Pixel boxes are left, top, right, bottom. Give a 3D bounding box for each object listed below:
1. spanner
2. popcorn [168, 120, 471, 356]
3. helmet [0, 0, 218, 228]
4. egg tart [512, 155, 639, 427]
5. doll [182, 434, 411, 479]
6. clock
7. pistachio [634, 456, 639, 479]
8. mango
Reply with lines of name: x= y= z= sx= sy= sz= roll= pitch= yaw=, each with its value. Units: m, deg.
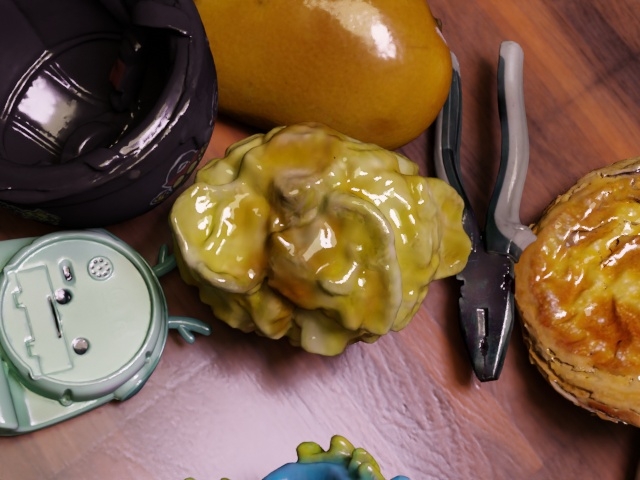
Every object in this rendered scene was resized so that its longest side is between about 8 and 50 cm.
spanner: x=0.146 y=-0.032 z=1.113 sx=0.095 sy=0.040 sz=0.325 roll=-9 pitch=68 yaw=24
popcorn: x=-0.005 y=-0.001 z=0.990 sx=0.235 sy=0.216 sz=0.181 roll=10 pitch=86 yaw=23
helmet: x=-0.204 y=-0.112 z=1.005 sx=0.278 sy=0.160 sz=0.231 roll=18 pitch=70 yaw=25
egg tart: x=0.318 y=0.053 z=1.086 sx=0.297 sy=0.132 sz=0.297 roll=-13 pitch=52 yaw=17
doll: x=-0.082 y=0.273 z=0.839 sx=0.346 sy=0.341 sz=0.099 roll=-37 pitch=110 yaw=-14
clock: x=-0.197 y=0.060 z=1.006 sx=0.210 sy=0.066 sz=0.159 roll=-16 pitch=78 yaw=-19
pistachio: x=0.348 y=0.191 z=1.085 sx=0.185 sy=0.126 sz=0.108 roll=-34 pitch=42 yaw=-18
mango: x=-0.006 y=-0.173 z=1.077 sx=0.254 sy=0.139 sz=0.176 roll=18 pitch=100 yaw=-5
